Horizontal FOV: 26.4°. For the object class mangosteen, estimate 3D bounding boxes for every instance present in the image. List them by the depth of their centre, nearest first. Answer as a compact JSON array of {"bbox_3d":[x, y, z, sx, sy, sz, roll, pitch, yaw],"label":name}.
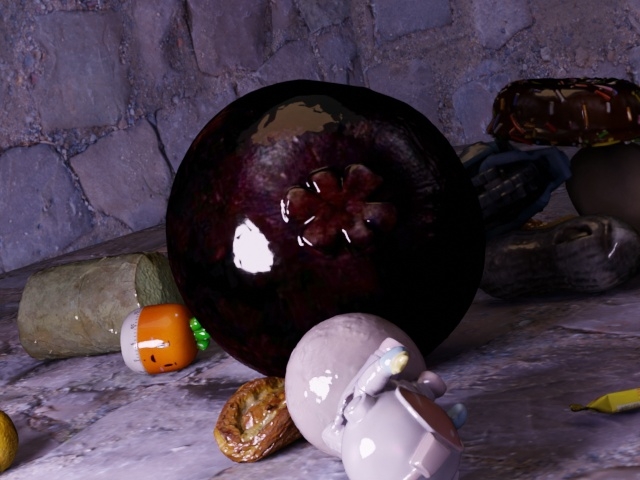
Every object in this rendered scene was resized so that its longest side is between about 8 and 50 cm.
[{"bbox_3d":[0.000,0.000,1.665,0.382,0.382,0.435,-13,-8,-9],"label":"mangosteen"}]

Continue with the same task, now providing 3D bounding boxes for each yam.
[{"bbox_3d":[-0.336,0.102,2.126,0.268,0.161,0.161,-11,8,27],"label":"yam"}]

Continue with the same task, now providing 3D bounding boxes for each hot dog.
[{"bbox_3d":[-0.048,0.186,1.444,0.099,0.065,0.147,9,19,43],"label":"hot dog"}]

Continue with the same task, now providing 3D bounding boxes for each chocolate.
[{"bbox_3d":[0.325,0.025,1.865,0.248,0.110,0.110,-7,10,34],"label":"chocolate"}]

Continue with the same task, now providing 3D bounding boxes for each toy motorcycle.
[{"bbox_3d":[0.261,-0.080,2.057,0.232,0.172,0.416,-31,0,-13],"label":"toy motorcycle"}]

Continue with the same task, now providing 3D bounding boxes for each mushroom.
[{"bbox_3d":[0.426,-0.037,1.963,0.204,0.204,0.204,-12,8,2],"label":"mushroom"}]

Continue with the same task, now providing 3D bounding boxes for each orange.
[{"bbox_3d":[-0.389,0.231,1.564,0.085,0.085,0.095,-14,5,-16],"label":"orange"}]

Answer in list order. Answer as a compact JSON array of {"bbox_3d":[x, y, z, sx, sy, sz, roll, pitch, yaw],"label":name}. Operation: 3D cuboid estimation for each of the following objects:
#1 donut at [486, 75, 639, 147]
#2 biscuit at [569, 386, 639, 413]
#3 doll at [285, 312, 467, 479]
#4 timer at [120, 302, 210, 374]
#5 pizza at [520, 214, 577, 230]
[{"bbox_3d":[0.348,-0.182,1.917,0.235,0.089,0.235,-1,11,0],"label":"donut"},{"bbox_3d":[0.383,0.135,1.297,0.292,0.026,0.048,-11,-11,3],"label":"biscuit"},{"bbox_3d":[0.051,0.161,1.256,0.151,0.151,0.287,-13,15,-8],"label":"doll"},{"bbox_3d":[-0.210,0.137,1.910,0.136,0.099,0.136,-4,19,1],"label":"timer"},{"bbox_3d":[0.292,0.000,2.236,0.271,0.056,0.134,-10,17,12],"label":"pizza"}]
